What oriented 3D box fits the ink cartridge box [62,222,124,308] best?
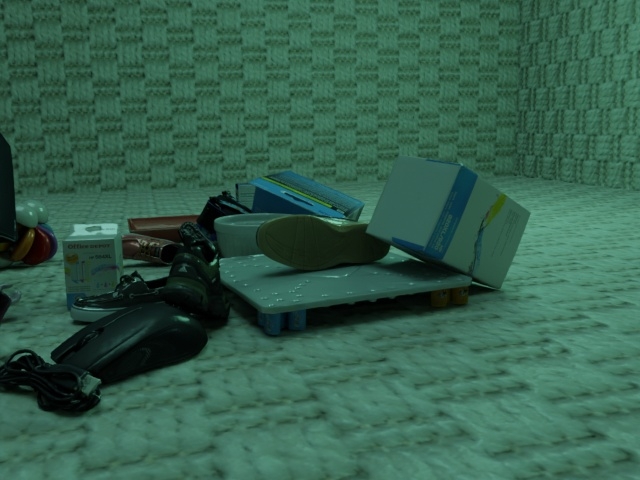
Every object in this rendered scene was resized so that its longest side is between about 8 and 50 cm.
[{"bbox_3d":[-0.411,0.042,1.164,0.092,0.143,0.090,-3,10,-10],"label":"ink cartridge box"}]

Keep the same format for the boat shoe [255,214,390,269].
[{"bbox_3d":[0.000,0.000,1.223,0.286,0.102,0.092,-2,4,-30],"label":"boat shoe"}]

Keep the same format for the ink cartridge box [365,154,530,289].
[{"bbox_3d":[0.245,-0.033,1.218,0.233,0.168,0.171,25,-3,-36],"label":"ink cartridge box"}]

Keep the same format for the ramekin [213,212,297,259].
[{"bbox_3d":[-0.137,0.004,1.455,0.207,0.108,0.207,-1,9,0],"label":"ramekin"}]

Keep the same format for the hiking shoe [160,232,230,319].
[{"bbox_3d":[-0.181,0.059,1.008,0.086,0.114,0.227,11,-12,2],"label":"hiking shoe"}]

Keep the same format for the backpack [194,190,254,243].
[{"bbox_3d":[-0.226,-0.039,1.693,0.173,0.116,0.158,31,13,0],"label":"backpack"}]

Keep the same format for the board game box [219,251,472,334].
[{"bbox_3d":[0.010,0.077,1.198,0.390,0.050,0.390,-6,11,-25],"label":"board game box"}]

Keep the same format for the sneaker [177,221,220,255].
[{"bbox_3d":[-0.275,0.020,1.454,0.051,0.170,0.089,-31,-23,-21],"label":"sneaker"}]

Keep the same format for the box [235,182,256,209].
[{"bbox_3d":[-0.207,-0.119,2.077,0.126,0.137,0.072,-3,10,-13],"label":"box"}]

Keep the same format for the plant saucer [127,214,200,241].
[{"bbox_3d":[-0.428,-0.034,1.877,0.259,0.047,0.259,-4,11,-17],"label":"plant saucer"}]

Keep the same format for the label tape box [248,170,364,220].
[{"bbox_3d":[-0.041,-0.080,1.697,0.249,0.115,0.348,24,16,9],"label":"label tape box"}]

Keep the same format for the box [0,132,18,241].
[{"bbox_3d":[-0.768,-0.091,1.120,0.396,0.211,0.293,-4,-2,-20],"label":"box"}]

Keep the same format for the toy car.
[{"bbox_3d":[-0.695,-0.002,1.521,0.136,0.159,0.182,33,5,-10],"label":"toy car"}]

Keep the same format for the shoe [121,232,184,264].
[{"bbox_3d":[-0.399,0.020,1.479,0.178,0.063,0.081,7,1,-40],"label":"shoe"}]

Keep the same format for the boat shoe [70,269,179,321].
[{"bbox_3d":[-0.307,0.087,1.093,0.229,0.076,0.080,-5,11,-22],"label":"boat shoe"}]

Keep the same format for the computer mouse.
[{"bbox_3d":[-0.263,0.133,0.844,0.189,0.072,0.272,5,12,36],"label":"computer mouse"}]

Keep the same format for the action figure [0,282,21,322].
[{"bbox_3d":[-0.596,0.104,0.918,0.370,0.248,0.275,-8,44,51],"label":"action figure"}]
